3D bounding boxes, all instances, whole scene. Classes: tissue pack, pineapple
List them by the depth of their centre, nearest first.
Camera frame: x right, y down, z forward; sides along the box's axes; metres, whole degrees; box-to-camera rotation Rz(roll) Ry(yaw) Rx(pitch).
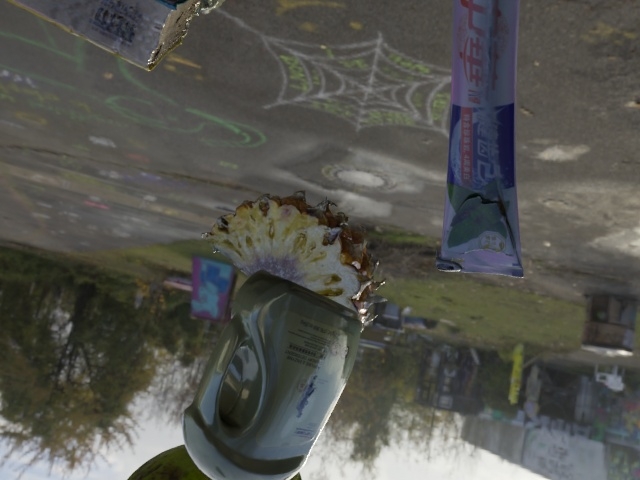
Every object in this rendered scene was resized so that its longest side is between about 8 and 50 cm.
[{"bbox_3d":[-0.213,-0.242,0.634,0.169,0.082,0.120,25,-151,-10],"label":"tissue pack"},{"bbox_3d":[0.001,0.000,1.228,0.344,0.209,0.286,35,-164,12],"label":"pineapple"}]

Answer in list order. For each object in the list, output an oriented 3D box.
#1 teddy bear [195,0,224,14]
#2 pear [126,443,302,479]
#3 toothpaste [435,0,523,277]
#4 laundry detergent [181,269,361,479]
[{"bbox_3d":[-0.325,-0.506,1.215,0.357,0.367,0.224,-25,154,-37],"label":"teddy bear"},{"bbox_3d":[-0.179,0.534,1.174,0.391,0.391,0.391,11,170,2],"label":"pear"},{"bbox_3d":[0.076,-0.060,0.307,0.045,0.170,0.028,3,-155,18],"label":"toothpaste"},{"bbox_3d":[-0.061,0.171,0.707,0.091,0.253,0.181,17,171,44],"label":"laundry detergent"}]
